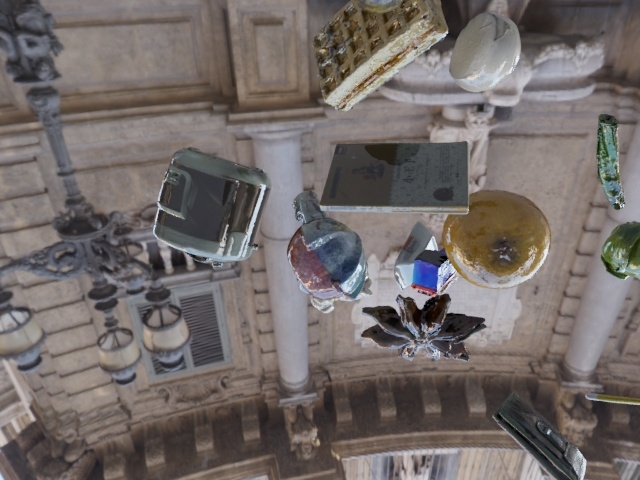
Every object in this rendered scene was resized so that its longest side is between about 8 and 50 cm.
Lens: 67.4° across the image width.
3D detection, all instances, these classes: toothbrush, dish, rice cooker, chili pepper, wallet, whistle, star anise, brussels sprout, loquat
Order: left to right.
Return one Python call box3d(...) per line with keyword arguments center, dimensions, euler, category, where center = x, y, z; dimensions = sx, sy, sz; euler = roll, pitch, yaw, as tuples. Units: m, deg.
box3d(center=(-0.338, -0.096, 1.468), dimensions=(0.335, 0.325, 0.335), euler=(18, -172, -2), category="rice cooker")
box3d(center=(-0.001, 0.000, 0.893), dimensions=(0.142, 0.133, 0.346), euler=(26, -161, -24), category="whistle")
box3d(center=(0.322, 0.067, 1.601), dimensions=(0.064, 0.154, 0.234), euler=(16, -117, 35), category="dish")
box3d(center=(0.220, 0.198, 1.052), dimensions=(0.288, 0.288, 0.088), euler=(6, -133, 13), category="star anise")
box3d(center=(0.447, -0.004, 1.235), dimensions=(0.263, 0.263, 0.263), euler=(-1, -149, 1), category="loquat")
box3d(center=(0.566, 0.504, 1.230), dimensions=(0.236, 0.055, 0.160), euler=(46, -151, 23), category="wallet")
box3d(center=(0.880, -0.220, 1.454), dimensions=(0.076, 0.359, 0.085), euler=(-23, -143, 12), category="chili pepper")
box3d(center=(1.117, 0.045, 1.636), dimensions=(0.259, 0.227, 0.294), euler=(24, -159, 38), category="brussels sprout")
box3d(center=(0.801, 0.397, 1.172), dimensions=(0.021, 0.024, 0.288), euler=(-15, -179, -40), category="toothbrush")

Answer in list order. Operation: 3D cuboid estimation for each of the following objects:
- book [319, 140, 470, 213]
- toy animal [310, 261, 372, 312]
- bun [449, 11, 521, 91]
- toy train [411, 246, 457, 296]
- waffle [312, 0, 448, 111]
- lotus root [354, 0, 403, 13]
box3d(center=(0.107, -0.091, 0.677), dimensions=(0.199, 0.016, 0.138), euler=(2, -130, 15), category="book")
box3d(center=(0.062, 0.136, 1.463), dimensions=(0.185, 0.104, 0.184), euler=(-33, -168, 21), category="toy animal")
box3d(center=(0.386, -0.420, 1.098), dimensions=(0.120, 0.172, 0.173), euler=(14, -155, -23), category="bun")
box3d(center=(0.339, 0.080, 1.373), dimensions=(0.083, 0.131, 0.204), euler=(15, -152, 32), category="toy train")
box3d(center=(0.144, -0.544, 1.285), dimensions=(0.114, 0.376, 0.261), euler=(12, -122, -42), category="waffle")
box3d(center=(0.099, -0.438, 0.786), dimensions=(0.120, 0.120, 0.209), euler=(2, -157, 6), category="lotus root")
